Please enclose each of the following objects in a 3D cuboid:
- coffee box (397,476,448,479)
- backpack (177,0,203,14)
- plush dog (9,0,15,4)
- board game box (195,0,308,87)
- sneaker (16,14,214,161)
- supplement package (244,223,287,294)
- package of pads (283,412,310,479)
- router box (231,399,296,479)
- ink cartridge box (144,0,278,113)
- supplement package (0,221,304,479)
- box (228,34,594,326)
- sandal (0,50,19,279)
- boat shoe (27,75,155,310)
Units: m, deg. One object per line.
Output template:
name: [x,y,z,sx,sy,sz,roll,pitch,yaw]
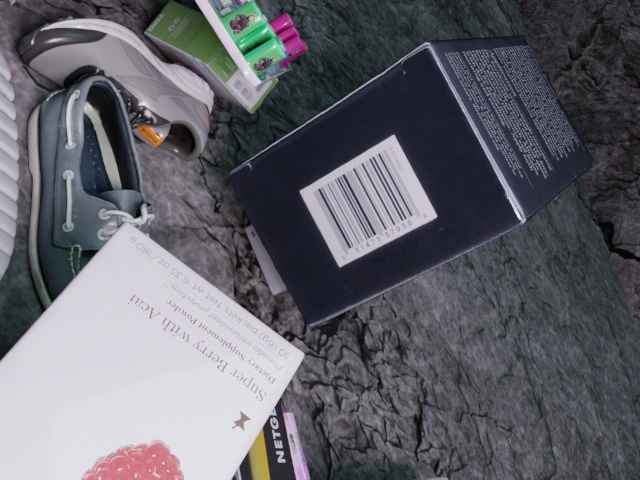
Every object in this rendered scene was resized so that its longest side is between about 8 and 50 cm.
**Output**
coffee box: [0.068,0.362,0.965,0.246,0.098,0.141,17,52,-49]
backpack: [-0.177,-0.390,1.215,0.114,0.105,0.084,24,46,-38]
plush dog: [-0.376,-0.369,0.822,0.225,0.211,0.262,16,20,-12]
board game box: [-0.143,-0.373,0.981,0.390,0.050,0.390,57,10,-10]
sneaker: [-0.230,-0.176,0.977,0.271,0.100,0.108,22,53,-46]
supplement package: [0.000,0.000,1.155,0.179,0.105,0.105,-8,72,-57]
package of pads: [-0.046,0.243,0.943,0.032,0.050,0.083,14,54,-56]
router box: [-0.122,0.271,0.782,0.243,0.081,0.309,16,53,-49]
ink cartridge box: [-0.162,-0.254,1.101,0.209,0.062,0.109,33,-8,39]
supplement package: [-0.175,0.169,0.595,0.177,0.175,0.293,37,52,-6]
box: [0.134,-0.092,1.038,0.212,0.293,0.395,62,30,1]
sandal: [-0.350,-0.064,0.721,0.169,0.102,0.416,55,15,-39]
boat shoe: [-0.229,-0.027,0.851,0.116,0.099,0.320,12,55,-51]
